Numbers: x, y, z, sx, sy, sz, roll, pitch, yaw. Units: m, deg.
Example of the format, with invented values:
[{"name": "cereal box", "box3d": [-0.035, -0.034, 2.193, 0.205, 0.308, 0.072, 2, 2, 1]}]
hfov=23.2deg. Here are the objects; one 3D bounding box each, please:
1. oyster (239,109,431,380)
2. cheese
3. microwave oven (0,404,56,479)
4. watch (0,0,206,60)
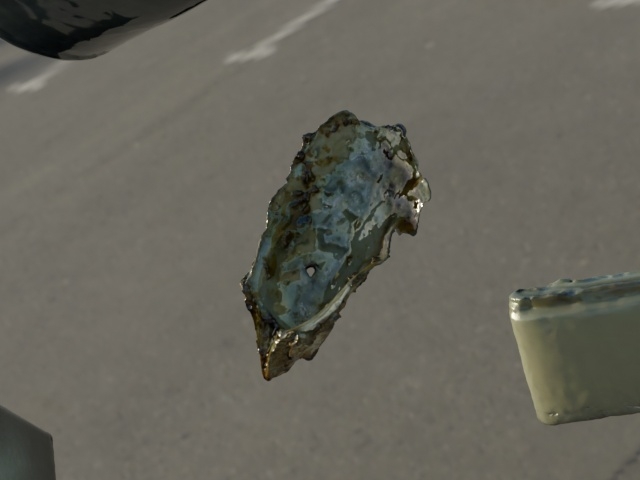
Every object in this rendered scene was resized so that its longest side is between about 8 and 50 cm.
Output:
[{"name": "oyster", "box3d": [0.001, 0.000, 0.751, 0.132, 0.086, 0.029, -42, -27, 17]}, {"name": "cheese", "box3d": [0.294, 0.036, 0.824, 0.400, 0.085, 0.034, -11, 9, 25]}, {"name": "microwave oven", "box3d": [-0.369, 0.207, 0.725, 0.432, 0.236, 0.374, -13, -22, 10]}, {"name": "watch", "box3d": [-0.016, -0.142, 0.329, 0.193, 0.068, 0.206, -40, 38, 33]}]
